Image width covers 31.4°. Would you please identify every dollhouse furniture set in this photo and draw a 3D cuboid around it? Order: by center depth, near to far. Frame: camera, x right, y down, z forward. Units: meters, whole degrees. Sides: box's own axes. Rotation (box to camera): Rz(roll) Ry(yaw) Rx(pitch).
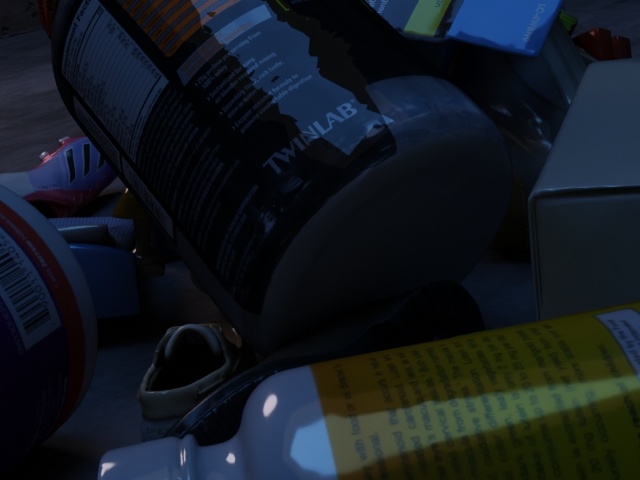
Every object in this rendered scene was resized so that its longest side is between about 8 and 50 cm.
[{"bbox_3d":[-0.270,-0.054,0.945,0.303,0.198,0.286,-4,10,-3],"label":"dollhouse furniture set"}]

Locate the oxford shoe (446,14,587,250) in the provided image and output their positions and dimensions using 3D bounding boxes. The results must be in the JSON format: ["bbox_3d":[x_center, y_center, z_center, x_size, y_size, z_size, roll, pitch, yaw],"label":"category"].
[{"bbox_3d":[0.152,-0.146,1.021,0.130,0.169,0.449,-15,37,5],"label":"oxford shoe"}]

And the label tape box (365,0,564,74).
[{"bbox_3d":[0.071,-0.241,0.963,0.347,0.115,0.249,16,65,27],"label":"label tape box"}]

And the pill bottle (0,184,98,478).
[{"bbox_3d":[-0.263,0.090,0.566,0.181,0.182,0.323,-1,19,23],"label":"pill bottle"}]

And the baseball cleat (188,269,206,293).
[{"bbox_3d":[0.000,0.000,0.899,0.205,0.072,0.109,-3,12,6],"label":"baseball cleat"}]

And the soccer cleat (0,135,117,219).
[{"bbox_3d":[-0.279,-0.047,1.193,0.095,0.083,0.248,32,29,20],"label":"soccer cleat"}]

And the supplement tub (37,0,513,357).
[{"bbox_3d":[-0.048,-0.094,0.776,0.207,0.207,0.338,-19,52,-30],"label":"supplement tub"}]

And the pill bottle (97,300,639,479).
[{"bbox_3d":[0.046,0.107,0.436,0.245,0.136,0.136,-10,18,-4],"label":"pill bottle"}]

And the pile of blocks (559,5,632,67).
[{"bbox_3d":[0.207,-0.254,1.269,0.362,0.113,0.149,39,29,31],"label":"pile of blocks"}]

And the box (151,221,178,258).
[{"bbox_3d":[-0.162,-0.100,1.098,0.059,0.183,0.232,-12,17,-12],"label":"box"}]

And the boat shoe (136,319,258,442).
[{"bbox_3d":[-0.074,0.080,0.705,0.063,0.059,0.170,-7,18,5],"label":"boat shoe"}]

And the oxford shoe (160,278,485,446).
[{"bbox_3d":[-0.010,0.095,0.627,0.227,0.083,0.096,-23,5,-40],"label":"oxford shoe"}]

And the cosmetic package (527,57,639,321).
[{"bbox_3d":[0.201,-0.004,0.669,0.113,0.160,0.309,-2,20,18],"label":"cosmetic package"}]
